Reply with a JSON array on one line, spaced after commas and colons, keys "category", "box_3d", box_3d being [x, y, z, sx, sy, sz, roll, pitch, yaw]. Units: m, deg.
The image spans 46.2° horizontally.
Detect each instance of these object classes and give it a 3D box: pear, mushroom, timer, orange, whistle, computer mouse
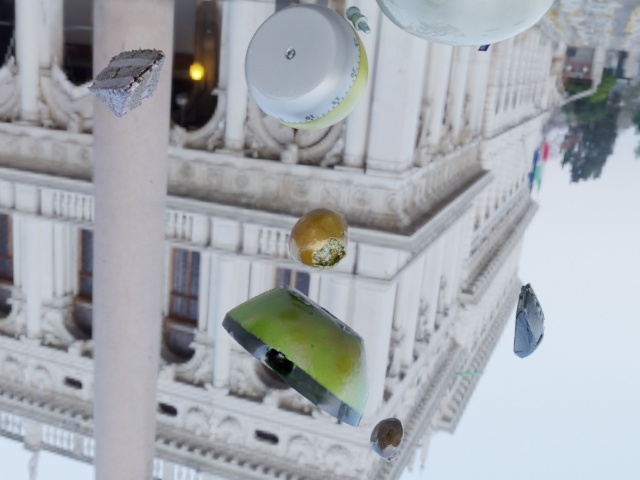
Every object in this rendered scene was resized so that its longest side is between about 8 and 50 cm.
[{"category": "pear", "box_3d": [-0.023, 0.237, 1.732, 0.399, 0.165, 0.399, 37, 178, 2]}, {"category": "mushroom", "box_3d": [0.189, 0.545, 2.073, 0.087, 0.127, 0.127, 31, -170, -14]}, {"category": "timer", "box_3d": [-0.009, -0.362, 1.653, 0.286, 0.285, 0.285, 5, -165, -1]}, {"category": "orange", "box_3d": [0.000, 0.000, 1.785, 0.134, 0.154, 0.155, 39, -153, 17]}, {"category": "whistle", "box_3d": [0.083, -0.479, 1.631, 0.035, 0.035, 0.100, -4, -134, -30]}, {"category": "computer mouse", "box_3d": [0.450, 0.179, 1.610, 0.062, 0.192, 0.105, 9, -142, 19]}]

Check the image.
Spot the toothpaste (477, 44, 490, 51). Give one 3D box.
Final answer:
[{"category": "toothpaste", "box_3d": [0.359, -0.431, 1.579, 0.024, 0.083, 0.015, 18, 162, 46]}]

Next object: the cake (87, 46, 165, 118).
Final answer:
[{"category": "cake", "box_3d": [-0.374, -0.313, 1.495, 0.113, 0.116, 0.295, 45, 167, -23]}]

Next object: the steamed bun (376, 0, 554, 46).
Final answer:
[{"category": "steamed bun", "box_3d": [0.235, -0.440, 1.229, 0.325, 0.206, 0.324, 0, -140, 0]}]
